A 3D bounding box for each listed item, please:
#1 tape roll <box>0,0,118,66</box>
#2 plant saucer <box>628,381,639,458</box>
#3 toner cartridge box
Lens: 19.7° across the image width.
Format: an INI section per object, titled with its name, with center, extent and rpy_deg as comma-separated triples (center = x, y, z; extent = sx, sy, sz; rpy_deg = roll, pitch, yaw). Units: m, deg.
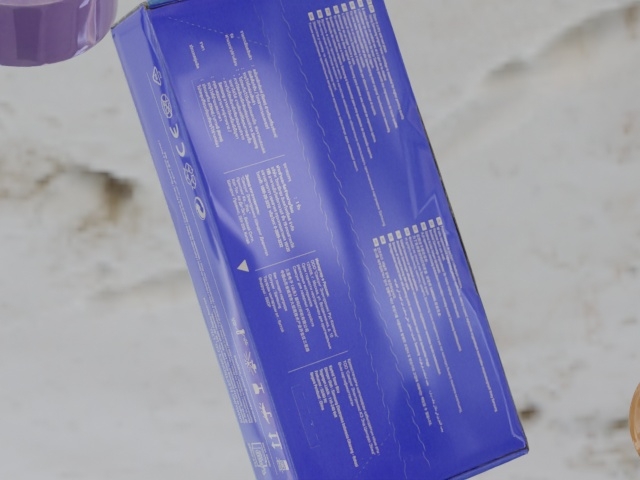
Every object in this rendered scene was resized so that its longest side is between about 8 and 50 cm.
[tape roll]
center = -0.286, -0.257, 1.760
extent = 0.189, 0.189, 0.080
rpy_deg = 2, 139, -6
[plant saucer]
center = 0.216, 0.102, 1.039
extent = 0.083, 0.083, 0.013
rpy_deg = -7, 170, 9
[toner cartridge box]
center = 0.000, 0.000, 1.188
extent = 0.165, 0.347, 0.075
rpy_deg = -18, -179, -25
